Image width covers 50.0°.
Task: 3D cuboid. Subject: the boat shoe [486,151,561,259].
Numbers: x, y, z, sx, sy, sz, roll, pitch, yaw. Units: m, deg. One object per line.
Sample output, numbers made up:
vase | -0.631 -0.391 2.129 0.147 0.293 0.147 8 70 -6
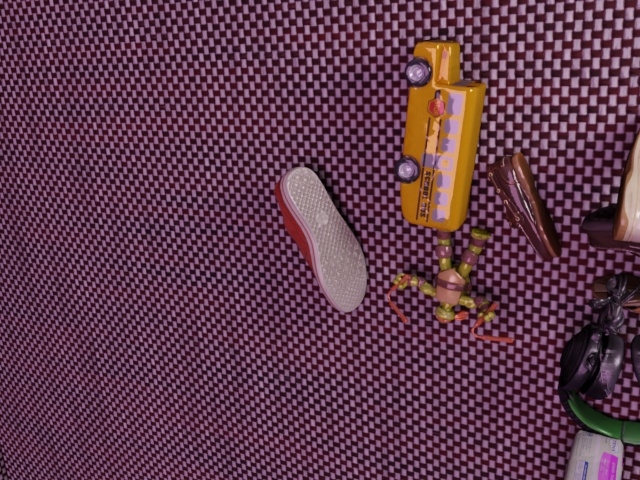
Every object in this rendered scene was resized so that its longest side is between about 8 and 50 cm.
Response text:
boat shoe | 0.373 -0.057 1.262 0.073 0.073 0.206 -24 88 33

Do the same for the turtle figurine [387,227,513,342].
turtle figurine | 0.272 0.080 1.352 0.270 0.087 0.217 19 108 30

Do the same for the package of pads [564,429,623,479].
package of pads | 0.495 0.546 1.285 0.101 0.229 0.296 9 124 24

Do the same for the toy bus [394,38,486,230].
toy bus | 0.221 -0.195 1.268 0.130 0.108 0.332 13 113 23

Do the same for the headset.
headset | 0.531 0.231 1.194 0.244 0.185 0.394 -1 123 29

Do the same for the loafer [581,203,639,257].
loafer | 0.616 0.027 1.124 0.366 0.134 0.130 12 112 24

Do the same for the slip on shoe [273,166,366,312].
slip on shoe | 0.000 0.000 1.465 0.101 0.123 0.331 -7 112 63

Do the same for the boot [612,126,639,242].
boot | 0.575 -0.087 1.056 0.204 0.261 0.095 14 145 19

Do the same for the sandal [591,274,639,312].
sandal | 0.578 0.101 1.219 0.180 0.072 0.049 1 129 23
